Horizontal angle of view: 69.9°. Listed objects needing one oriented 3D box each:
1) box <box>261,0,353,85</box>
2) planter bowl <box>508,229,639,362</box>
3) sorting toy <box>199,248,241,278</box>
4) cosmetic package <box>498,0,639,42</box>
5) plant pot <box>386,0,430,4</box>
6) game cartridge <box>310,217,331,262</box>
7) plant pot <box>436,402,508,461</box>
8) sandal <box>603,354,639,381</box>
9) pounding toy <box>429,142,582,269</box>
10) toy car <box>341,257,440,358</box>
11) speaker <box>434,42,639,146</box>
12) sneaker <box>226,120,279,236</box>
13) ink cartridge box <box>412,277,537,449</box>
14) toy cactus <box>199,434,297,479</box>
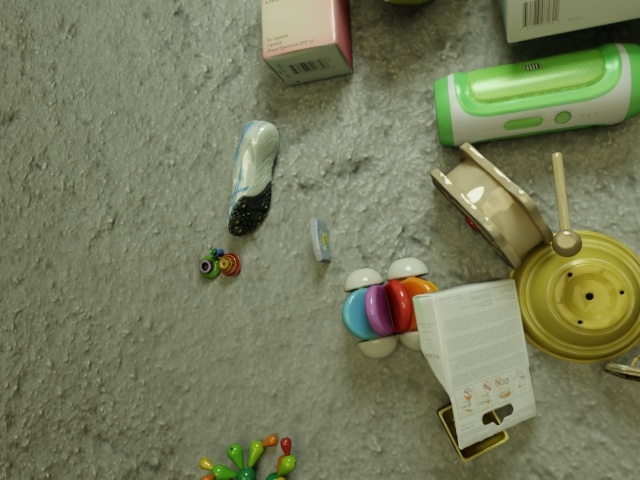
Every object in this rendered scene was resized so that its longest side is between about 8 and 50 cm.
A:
[{"bbox_3d":[-0.026,-0.445,0.891,0.149,0.127,0.232,-5,83,18],"label":"box"},{"bbox_3d":[0.408,0.087,0.710,0.217,0.090,0.217,-2,84,19],"label":"planter bowl"},{"bbox_3d":[-0.215,0.047,0.946,0.102,0.042,0.061,-8,82,18],"label":"sorting toy"},{"bbox_3d":[0.459,-0.437,0.674,0.378,0.097,0.284,-5,46,18],"label":"cosmetic package"},{"bbox_3d":[0.163,-0.540,0.788,0.212,0.187,0.212,-45,71,31],"label":"plant pot"},{"bbox_3d":[0.000,0.000,0.873,0.017,0.056,0.083,-13,81,24],"label":"game cartridge"},{"bbox_3d":[0.236,0.294,0.744,0.081,0.083,0.081,-25,77,-5],"label":"plant pot"},{"bbox_3d":[0.518,0.185,0.678,0.180,0.072,0.049,-4,67,16],"label":"sandal"},{"bbox_3d":[0.315,-0.063,0.737,0.155,0.154,0.269,-41,55,10],"label":"pounding toy"},{"bbox_3d":[0.116,0.117,0.779,0.182,0.136,0.159,-15,80,16],"label":"toy car"},{"bbox_3d":[0.343,-0.232,0.747,0.297,0.131,0.131,-5,83,18],"label":"speaker"},{"bbox_3d":[-0.145,-0.124,0.929,0.086,0.085,0.237,18,94,45],"label":"sneaker"},{"bbox_3d":[0.246,0.182,0.720,0.056,0.181,0.224,-12,86,61],"label":"ink cartridge box"},{"bbox_3d":[-0.128,0.468,0.852,0.219,0.112,0.180,-24,87,6],"label":"toy cactus"}]
